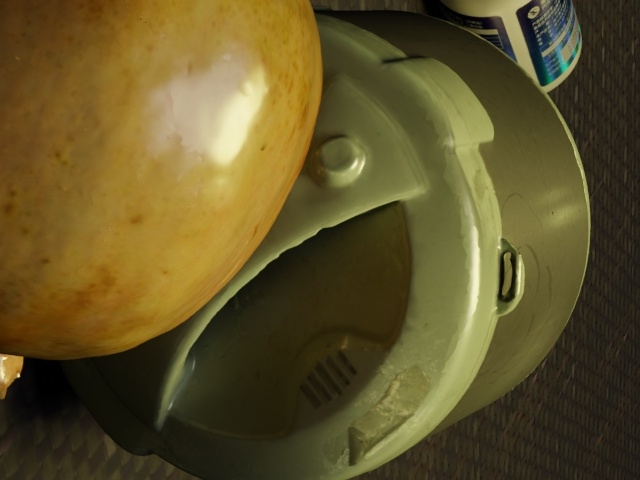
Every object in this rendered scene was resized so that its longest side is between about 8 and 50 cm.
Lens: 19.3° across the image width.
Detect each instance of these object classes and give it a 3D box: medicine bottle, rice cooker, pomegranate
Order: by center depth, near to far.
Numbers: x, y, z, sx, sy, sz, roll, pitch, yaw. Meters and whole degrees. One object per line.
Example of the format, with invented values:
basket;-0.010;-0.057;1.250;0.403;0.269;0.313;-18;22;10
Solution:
pomegranate;-0.127;-0.048;0.859;0.252;0.229;0.270;-99;-147;-85
rice cooker;-0.002;-0.001;1.113;0.277;0.288;0.288;-16;114;-63
medicine bottle;0.152;-0.208;1.573;0.191;0.107;0.107;59;46;-56
